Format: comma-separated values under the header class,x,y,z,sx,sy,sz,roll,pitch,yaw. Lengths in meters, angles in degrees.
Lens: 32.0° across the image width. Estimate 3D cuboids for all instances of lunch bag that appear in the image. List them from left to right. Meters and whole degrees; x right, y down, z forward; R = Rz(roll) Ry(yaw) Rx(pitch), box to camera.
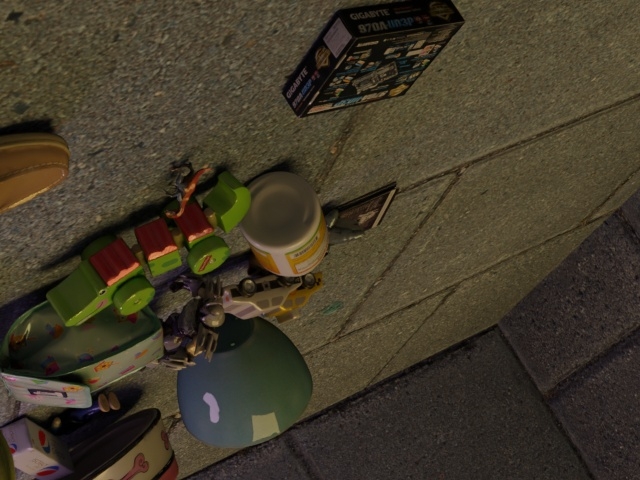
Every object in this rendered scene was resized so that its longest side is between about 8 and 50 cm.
class,x,y,z,sx,sy,sz,roll,pitch,yaw
lunch bag,-0.394,0.175,1.812,0.262,0.160,0.223,-29,168,-16

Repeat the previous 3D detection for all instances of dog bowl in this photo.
class,x,y,z,sx,sy,sz,roll,pitch,yaw
dog bowl,-0.498,0.554,2.517,0.408,0.150,0.408,-31,-173,4

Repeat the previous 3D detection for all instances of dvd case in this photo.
class,x,y,z,sx,sy,sz,roll,pitch,yaw
dvd case,0.045,-0.035,2.232,0.221,0.018,0.164,-23,161,-22

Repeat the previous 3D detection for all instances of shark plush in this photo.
class,x,y,z,sx,sy,sz,roll,pitch,yaw
shark plush,0.000,0.000,2.109,0.161,0.067,0.073,-26,162,-14

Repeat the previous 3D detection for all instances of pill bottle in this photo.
class,x,y,z,sx,sy,sz,roll,pitch,yaw
pill bottle,-0.057,-0.016,1.896,0.136,0.136,0.245,-30,164,-4

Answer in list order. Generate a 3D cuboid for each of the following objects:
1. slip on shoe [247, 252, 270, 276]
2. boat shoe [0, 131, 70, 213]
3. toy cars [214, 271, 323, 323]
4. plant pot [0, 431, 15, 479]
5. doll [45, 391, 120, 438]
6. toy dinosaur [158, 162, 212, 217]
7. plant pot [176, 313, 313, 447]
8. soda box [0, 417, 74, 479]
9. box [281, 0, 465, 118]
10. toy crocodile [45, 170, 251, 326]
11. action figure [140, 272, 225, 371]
class,x,y,z,sx,sy,sz,roll,pitch,yaw
slip on shoe,-0.116,0.037,2.115,0.041,0.051,0.135,-15,166,-12
boat shoe,-0.434,-0.017,1.275,0.341,0.110,0.121,-26,163,-16
toy cars,-0.096,0.120,2.216,0.176,0.087,0.394,-20,173,10
plant pot,-0.705,0.417,1.878,0.276,0.276,0.254,-36,151,17
doll,-0.529,0.386,2.409,0.189,0.046,0.129,-31,166,21
toy dinosaur,-0.200,-0.068,1.611,0.047,0.090,0.082,-28,122,-47
plant pot,-0.178,0.259,2.337,0.290,0.290,0.195,-26,127,-15
soda box,-0.593,0.442,2.334,0.069,0.074,0.216,-22,153,1
box,0.076,-0.258,1.571,0.220,0.051,0.175,-18,159,-39
toy crocodile,-0.254,0.014,1.686,0.340,0.115,0.105,-30,158,-12
action figure,-0.260,0.160,2.014,0.285,0.099,0.185,-29,-147,45
